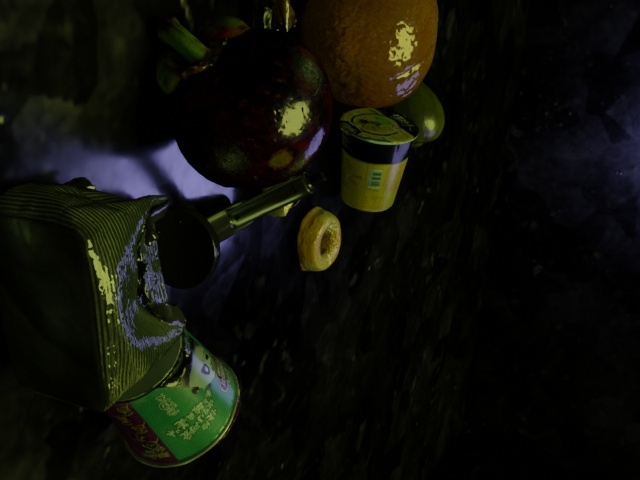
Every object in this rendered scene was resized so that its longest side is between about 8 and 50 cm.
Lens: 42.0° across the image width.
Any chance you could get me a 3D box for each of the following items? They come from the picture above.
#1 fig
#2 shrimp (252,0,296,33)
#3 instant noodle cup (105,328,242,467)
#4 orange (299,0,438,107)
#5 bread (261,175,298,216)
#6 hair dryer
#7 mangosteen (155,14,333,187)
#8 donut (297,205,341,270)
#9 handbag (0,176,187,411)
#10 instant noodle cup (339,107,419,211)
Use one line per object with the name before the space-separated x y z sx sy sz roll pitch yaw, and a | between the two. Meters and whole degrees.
fig | 0.245 -0.373 2.358 0.203 0.203 0.225 -3 86 -64
shrimp | -0.093 -0.421 1.649 0.054 0.222 0.290 -6 122 -17
instant noodle cup | -0.295 0.261 1.530 0.251 0.251 0.190 -60 142 -30
orange | 0.116 -0.479 1.889 0.322 0.322 0.357 69 36 -52
bread | -0.086 -0.103 1.929 0.080 0.084 0.109 6 98 -63
hair dryer | -0.161 -0.069 1.627 0.284 0.156 0.320 -41 179 33
mangosteen | -0.138 -0.262 1.502 0.306 0.306 0.360 -56 134 -35
donut | 0.000 0.000 2.187 0.162 0.065 0.178 -56 149 -35
handbag | -0.350 0.065 1.279 0.240 0.247 0.341 -38 130 -55
instant noodle cup | 0.141 -0.211 2.233 0.215 0.215 0.236 -40 145 -51
